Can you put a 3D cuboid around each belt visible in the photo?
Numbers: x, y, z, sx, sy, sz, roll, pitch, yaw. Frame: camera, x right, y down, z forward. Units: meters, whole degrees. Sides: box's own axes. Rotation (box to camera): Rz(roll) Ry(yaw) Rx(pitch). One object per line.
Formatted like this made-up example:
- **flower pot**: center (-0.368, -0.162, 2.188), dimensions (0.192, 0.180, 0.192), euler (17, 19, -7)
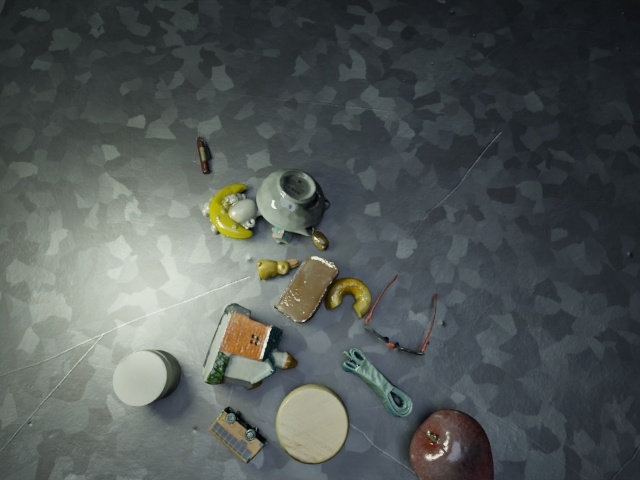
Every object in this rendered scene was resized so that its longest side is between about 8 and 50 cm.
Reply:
- **belt**: center (0.193, 0.498, 1.462), dimensions (0.302, 0.072, 0.087), euler (41, 75, 10)

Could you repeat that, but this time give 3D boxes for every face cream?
- **face cream**: center (-0.584, 0.460, 1.410), dimensions (0.177, 0.153, 0.178), euler (0, 76, 0)

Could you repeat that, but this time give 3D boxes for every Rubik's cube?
- **Rubik's cube**: center (-0.153, -0.027, 1.604), dimensions (0.073, 0.084, 0.075), euler (9, 55, 28)

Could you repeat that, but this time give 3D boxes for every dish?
- **dish**: center (-0.096, -0.174, 1.575), dimensions (0.302, 0.120, 0.304), euler (9, 56, -14)

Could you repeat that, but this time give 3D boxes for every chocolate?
- **chocolate**: center (-0.038, 0.187, 1.537), dimensions (0.161, 0.083, 0.262), euler (29, 78, 31)

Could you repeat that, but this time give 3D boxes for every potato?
- **potato**: center (0.000, 0.000, 1.615), dimensions (0.051, 0.040, 0.083), euler (-33, 79, -15)

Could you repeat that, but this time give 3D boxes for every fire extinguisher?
- **fire extinguisher**: center (-0.476, -0.356, 1.707), dimensions (0.048, 0.035, 0.173), euler (-14, 78, -2)

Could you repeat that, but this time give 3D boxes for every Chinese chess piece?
- **Chinese chess piece**: center (-0.027, 0.618, 1.410), dimensions (0.250, 0.097, 0.251), euler (1, 75, -2)

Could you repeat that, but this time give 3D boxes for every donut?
- **donut**: center (0.109, 0.205, 1.543), dimensions (0.181, 0.078, 0.146), euler (16, 77, 1)

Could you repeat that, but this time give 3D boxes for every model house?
- **model house**: center (-0.231, 0.393, 1.450), dimensions (0.300, 0.190, 0.272), euler (21, 70, -12)

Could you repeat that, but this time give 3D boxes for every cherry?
- **cherry**: center (0.431, 0.691, 1.344), dimensions (0.307, 0.221, 0.261), euler (41, 85, -4)

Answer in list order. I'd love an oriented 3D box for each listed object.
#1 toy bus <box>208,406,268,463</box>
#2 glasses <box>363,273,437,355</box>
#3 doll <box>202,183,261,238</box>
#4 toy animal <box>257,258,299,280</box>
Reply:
- **toy bus**: center (-0.275, 0.655, 1.395), dimensions (0.182, 0.091, 0.103), euler (36, 78, 10)
- **glasses**: center (0.304, 0.265, 1.510), dimensions (0.233, 0.118, 0.269), euler (25, 75, 7)
- **doll**: center (-0.315, -0.107, 1.599), dimensions (0.252, 0.111, 0.237), euler (-34, 66, -24)
- **toy animal**: center (-0.157, 0.100, 1.564), dimensions (0.159, 0.083, 0.070), euler (-6, 51, -11)
